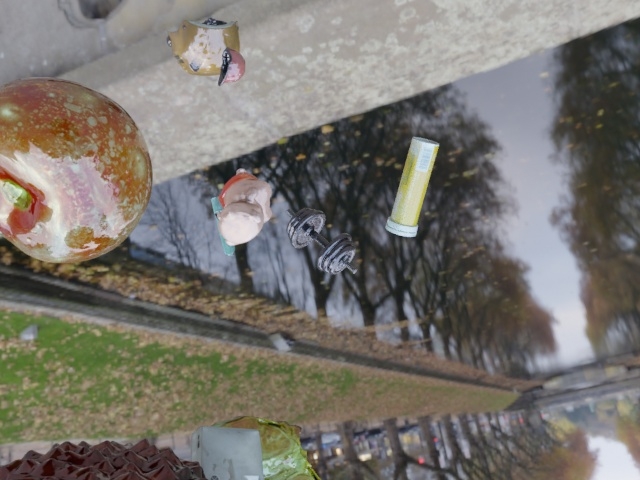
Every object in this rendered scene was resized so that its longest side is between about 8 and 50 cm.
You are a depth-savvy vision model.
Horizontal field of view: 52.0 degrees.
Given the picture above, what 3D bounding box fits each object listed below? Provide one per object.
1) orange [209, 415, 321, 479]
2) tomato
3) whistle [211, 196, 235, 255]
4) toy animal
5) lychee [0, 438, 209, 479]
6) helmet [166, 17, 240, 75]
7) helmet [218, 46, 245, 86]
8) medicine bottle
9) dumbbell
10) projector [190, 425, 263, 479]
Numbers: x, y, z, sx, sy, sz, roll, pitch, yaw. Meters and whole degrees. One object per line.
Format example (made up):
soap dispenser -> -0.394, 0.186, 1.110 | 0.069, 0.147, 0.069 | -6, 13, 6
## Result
orange -> -0.150, 0.550, 1.473 | 0.263, 0.334, 0.196 | -2, 139, -52
tomato -> -0.372, -0.107, 0.956 | 0.270, 0.270, 0.222 | -27, -168, 40
whistle -> -0.298, -0.042, 2.017 | 0.039, 0.186, 0.039 | -15, 172, -2
toy animal -> -0.217, -0.096, 1.888 | 0.172, 0.197, 0.171 | 3, 137, 3
lychee -> -0.331, 0.476, 0.852 | 0.500, 0.424, 0.425 | -21, 171, -38
helmet -> -0.308, -0.508, 1.768 | 0.199, 0.129, 0.224 | -5, -179, -25
helmet -> -0.183, -0.360, 1.381 | 0.049, 0.083, 0.065 | 9, -174, -25
medicine bottle -> 0.209, -0.120, 1.481 | 0.074, 0.218, 0.074 | 13, -162, -4
dumbbell -> 0.000, 0.000, 1.391 | 0.099, 0.208, 0.099 | -39, 156, -21
projector -> -0.161, 0.399, 1.120 | 0.115, 0.147, 0.061 | 13, 143, -30
